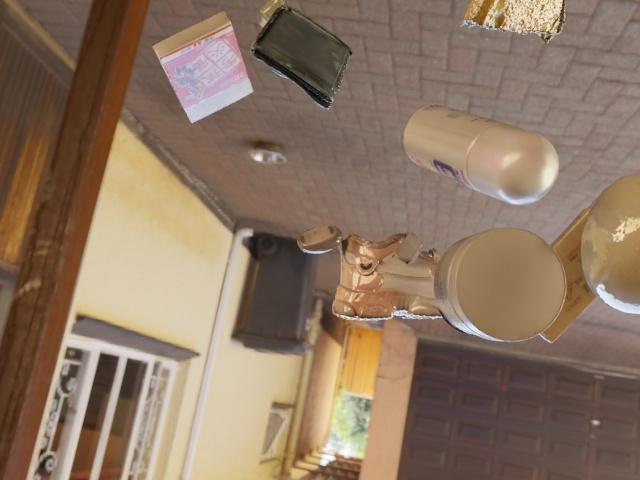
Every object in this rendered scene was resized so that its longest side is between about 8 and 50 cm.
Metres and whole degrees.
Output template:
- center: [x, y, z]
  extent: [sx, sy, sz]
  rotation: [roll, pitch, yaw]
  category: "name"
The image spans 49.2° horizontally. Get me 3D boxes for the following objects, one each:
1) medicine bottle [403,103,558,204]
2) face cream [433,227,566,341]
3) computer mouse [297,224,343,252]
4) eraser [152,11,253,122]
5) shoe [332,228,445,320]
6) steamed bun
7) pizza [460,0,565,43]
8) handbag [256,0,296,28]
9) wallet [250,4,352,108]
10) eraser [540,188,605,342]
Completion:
- center: [0.290, -0.159, 1.271]
  extent: [0.130, 0.130, 0.341]
  rotation: [18, -170, -30]
  category: "medicine bottle"
- center: [0.282, 0.072, 1.128]
  extent: [0.177, 0.177, 0.153]
  rotation: [11, 174, -4]
  category: "face cream"
- center: [0.001, 0.002, 1.468]
  extent: [0.096, 0.066, 0.039]
  rotation: [-17, 124, -1]
  category: "computer mouse"
- center: [-0.235, -0.350, 1.441]
  extent: [0.157, 0.038, 0.230]
  rotation: [-28, 156, -6]
  category: "eraser"
- center: [0.198, 0.074, 1.520]
  extent: [0.350, 0.198, 0.172]
  rotation: [-1, 175, -11]
  category: "shoe"
- center: [0.642, 0.009, 1.330]
  extent: [0.283, 0.283, 0.177]
  rotation: [19, 178, -33]
  category: "steamed bun"
- center: [0.446, -0.519, 1.522]
  extent: [0.287, 0.280, 0.075]
  rotation: [33, -165, -48]
  category: "pizza"
- center: [-0.087, -0.603, 2.036]
  extent: [0.219, 0.079, 0.256]
  rotation: [46, -178, -15]
  category: "handbag"
- center: [-0.046, -0.470, 1.769]
  extent: [0.237, 0.342, 0.075]
  rotation: [33, 125, -13]
  category: "wallet"
- center: [0.564, 0.053, 1.532]
  extent: [0.144, 0.343, 0.078]
  rotation: [43, -176, 9]
  category: "eraser"
